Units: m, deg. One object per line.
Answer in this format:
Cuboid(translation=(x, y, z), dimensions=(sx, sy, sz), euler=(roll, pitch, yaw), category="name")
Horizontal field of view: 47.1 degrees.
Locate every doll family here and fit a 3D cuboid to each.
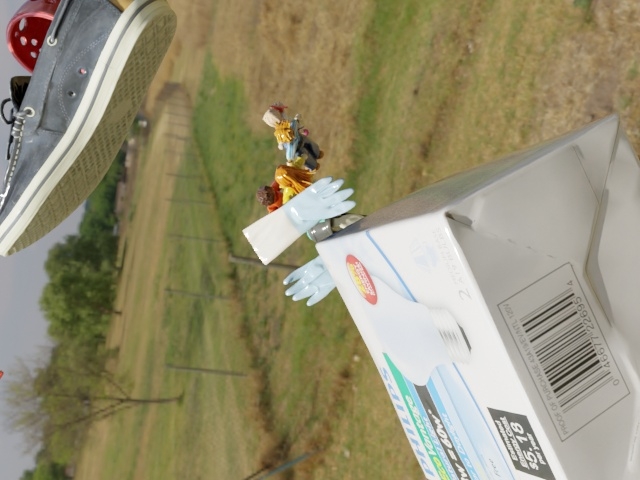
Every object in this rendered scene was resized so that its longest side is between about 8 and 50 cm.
Cuboid(translation=(-0.049, -0.163, 1.465), dimensions=(0.163, 0.118, 0.262), euler=(30, -121, -59), category="doll family")

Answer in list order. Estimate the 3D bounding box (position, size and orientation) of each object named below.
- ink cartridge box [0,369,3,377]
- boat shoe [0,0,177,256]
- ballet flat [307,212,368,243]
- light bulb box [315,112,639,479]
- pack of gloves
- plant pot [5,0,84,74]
Cuboid(translation=(-0.546, 0.230, 0.850), dimensions=(0.275, 0.239, 0.060), euler=(-55, 28, 14), category="ink cartridge box")
Cuboid(translation=(-0.405, -0.190, 1.150), dimensions=(0.500, 0.156, 0.187), euler=(-55, -2, 21), category="boat shoe")
Cuboid(translation=(0.106, -0.013, 1.573), dimensions=(0.096, 0.281, 0.095), euler=(-28, 62, 55), category="ballet flat")
Cuboid(translation=(0.210, 0.098, 0.823), dimensions=(0.357, 0.225, 0.361), euler=(64, 161, -3), category="light bulb box")
Cuboid(translation=(0.000, 0.000, 1.397), dimensions=(0.232, 0.195, 0.046), euler=(-32, 4, 18), category="pack of gloves")
Cuboid(translation=(-0.597, -0.486, 1.680), dimensions=(0.191, 0.191, 0.174), euler=(118, 164, -48), category="plant pot")
